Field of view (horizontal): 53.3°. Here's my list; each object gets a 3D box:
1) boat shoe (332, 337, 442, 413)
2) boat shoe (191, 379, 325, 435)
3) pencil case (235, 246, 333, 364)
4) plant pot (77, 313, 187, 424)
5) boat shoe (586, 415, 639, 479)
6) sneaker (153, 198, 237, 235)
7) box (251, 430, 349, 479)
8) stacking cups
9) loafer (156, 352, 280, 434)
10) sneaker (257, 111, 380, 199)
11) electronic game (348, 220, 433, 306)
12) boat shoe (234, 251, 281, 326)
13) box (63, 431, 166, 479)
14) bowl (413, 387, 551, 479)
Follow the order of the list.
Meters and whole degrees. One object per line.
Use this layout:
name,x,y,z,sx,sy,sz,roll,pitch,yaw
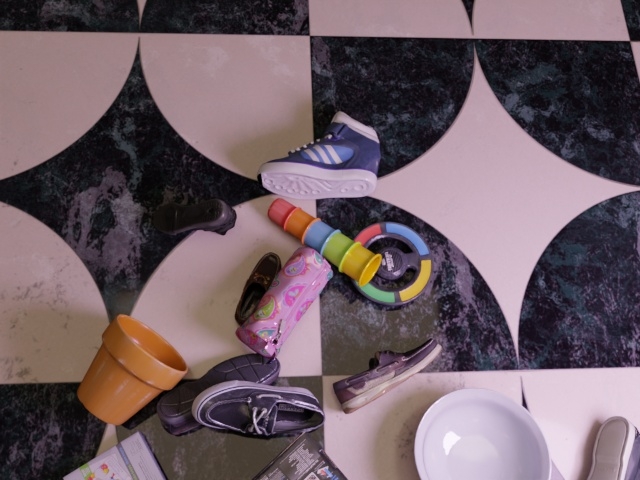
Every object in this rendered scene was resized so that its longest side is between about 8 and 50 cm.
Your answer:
boat shoe,0.160,0.308,1.531,0.285,0.103,0.092,-31,80,-8
boat shoe,-0.132,0.386,1.423,0.301,0.102,0.108,11,100,-26
pencil case,-0.082,0.151,1.538,0.124,0.124,0.284,32,61,7
plant pot,-0.440,0.304,1.446,0.205,0.205,0.188,40,87,10
boat shoe,0.669,0.584,1.463,0.113,0.127,0.340,33,67,-17
sneaker,-0.313,-0.051,1.640,0.227,0.130,0.087,-8,74,22
box,-0.043,0.615,1.349,0.295,0.073,0.293,-41,81,-16
stacking cups,0.000,0.000,1.623,0.316,0.096,0.096,31,70,22
loafer,-0.234,0.359,1.498,0.302,0.095,0.109,-21,45,-23
sneaker,0.001,-0.240,1.714,0.322,0.130,0.237,3,60,1
electronic game,0.179,0.058,1.650,0.229,0.048,0.230,1,71,-4
boat shoe,-0.151,0.118,1.590,0.073,0.073,0.207,19,69,5
box,-0.457,0.543,1.431,0.186,0.038,0.145,-30,75,-13
bowl,0.355,0.498,1.444,0.297,0.134,0.298,-2,59,3
